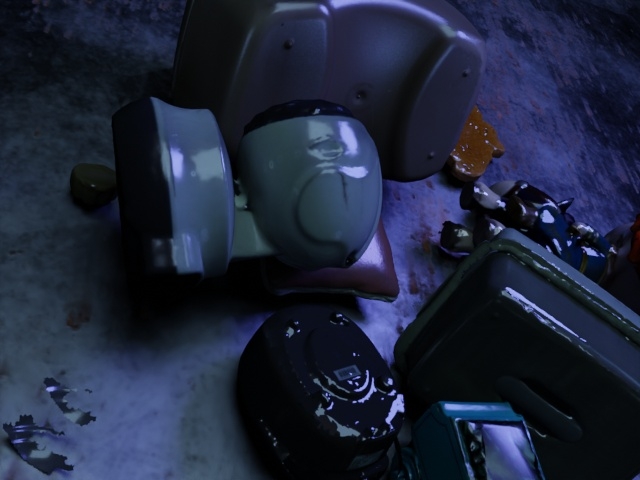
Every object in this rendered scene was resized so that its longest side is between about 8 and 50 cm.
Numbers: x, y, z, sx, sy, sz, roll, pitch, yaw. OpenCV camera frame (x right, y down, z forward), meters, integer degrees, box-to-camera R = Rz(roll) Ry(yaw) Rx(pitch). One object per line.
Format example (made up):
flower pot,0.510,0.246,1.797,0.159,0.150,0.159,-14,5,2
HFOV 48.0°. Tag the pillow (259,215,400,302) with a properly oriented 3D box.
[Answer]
pillow,0.000,0.000,0.881,0.179,0.075,0.171,3,55,-25

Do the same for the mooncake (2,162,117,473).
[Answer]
mooncake,-0.239,0.046,0.711,0.150,0.057,0.347,17,46,0

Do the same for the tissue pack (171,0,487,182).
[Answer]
tissue pack,0.002,-0.238,0.958,0.387,0.267,0.277,-2,38,-31

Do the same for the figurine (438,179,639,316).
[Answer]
figurine,0.369,0.035,0.988,0.412,0.241,0.306,23,13,15

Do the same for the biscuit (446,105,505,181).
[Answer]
biscuit,0.228,-0.194,1.223,0.183,0.043,0.280,21,39,-18

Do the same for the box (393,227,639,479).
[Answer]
box,0.244,0.141,0.797,0.290,0.220,0.166,36,28,3

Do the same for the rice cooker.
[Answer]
rice cooker,0.001,0.156,0.707,0.142,0.118,0.203,-9,51,-36

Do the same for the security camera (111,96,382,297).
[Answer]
security camera,-0.066,-0.053,0.744,0.277,0.197,0.191,-5,79,-16

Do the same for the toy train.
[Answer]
toy train,0.142,0.247,0.683,0.107,0.154,0.198,7,49,-22
